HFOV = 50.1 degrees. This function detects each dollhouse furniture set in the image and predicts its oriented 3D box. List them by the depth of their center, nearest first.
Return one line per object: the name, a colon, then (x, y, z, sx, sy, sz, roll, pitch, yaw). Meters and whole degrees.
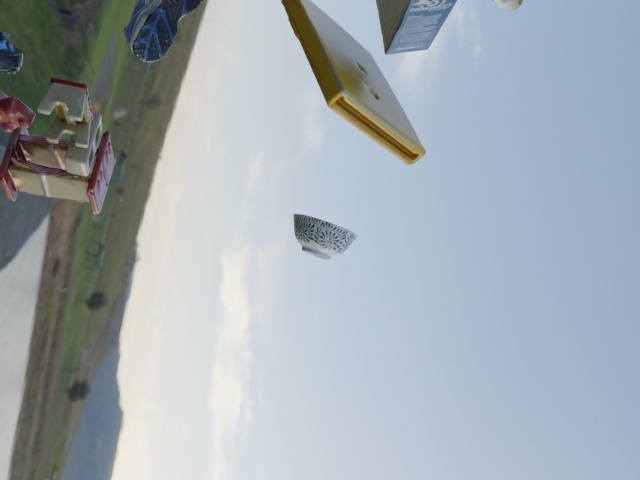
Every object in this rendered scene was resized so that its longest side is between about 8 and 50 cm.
dollhouse furniture set: (-0.538, -0.214, 1.366, 0.374, 0.201, 0.152, 112, -14, -61)

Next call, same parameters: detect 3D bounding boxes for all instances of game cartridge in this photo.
game cartridge: (0.061, -0.322, 1.344, 0.052, 0.285, 0.324, -39, -128, 22)

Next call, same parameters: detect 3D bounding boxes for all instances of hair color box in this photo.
hair color box: (0.189, -0.510, 1.316, 0.347, 0.105, 0.174, 123, -42, -81)

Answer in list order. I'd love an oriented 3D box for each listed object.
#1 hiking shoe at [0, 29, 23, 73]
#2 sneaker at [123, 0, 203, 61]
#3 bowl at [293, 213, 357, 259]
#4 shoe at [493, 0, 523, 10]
hiking shoe: (-0.604, -0.405, 1.114, 0.132, 0.304, 0.113, -43, -163, 15)
sneaker: (-0.247, -0.392, 1.096, 0.211, 0.080, 0.081, -51, -128, 4)
bowl: (0.000, 0.000, 1.685, 0.080, 0.170, 0.170, -71, -163, -6)
shoe: (0.326, -0.534, 1.285, 0.076, 0.058, 0.219, 136, -53, -61)
